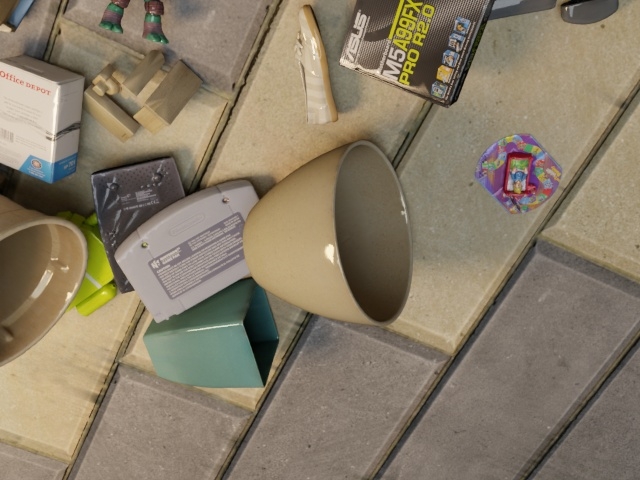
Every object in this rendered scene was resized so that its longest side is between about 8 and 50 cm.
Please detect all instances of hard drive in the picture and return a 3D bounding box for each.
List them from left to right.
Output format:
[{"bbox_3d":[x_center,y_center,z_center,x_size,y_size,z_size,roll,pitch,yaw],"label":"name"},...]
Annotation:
[{"bbox_3d":[-0.340,-0.033,1.544,0.171,0.054,0.255,-15,117,-14],"label":"hard drive"}]

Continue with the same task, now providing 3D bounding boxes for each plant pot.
[{"bbox_3d":[-0.651,0.022,1.437,0.305,0.334,0.334,34,117,19],"label":"plant pot"},{"bbox_3d":[-0.229,0.198,1.638,0.234,0.165,0.166,-7,118,13],"label":"plant pot"}]

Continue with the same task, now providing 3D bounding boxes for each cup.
[{"bbox_3d":[0.000,0.000,1.470,0.236,0.331,0.331,-8,120,29],"label":"cup"}]

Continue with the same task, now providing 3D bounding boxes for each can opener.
[{"bbox_3d":[0.375,-0.404,1.363,0.280,0.074,0.093,-6,118,3],"label":"can opener"}]

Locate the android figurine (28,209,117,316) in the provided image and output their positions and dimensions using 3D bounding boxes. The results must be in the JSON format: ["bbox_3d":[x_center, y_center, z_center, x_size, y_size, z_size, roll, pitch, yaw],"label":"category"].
[{"bbox_3d":[-0.521,0.045,1.611,0.272,0.056,0.248,-36,112,18],"label":"android figurine"}]

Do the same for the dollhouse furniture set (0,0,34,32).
[{"bbox_3d":[-0.522,-0.465,1.208,0.198,0.286,0.303,33,102,-16],"label":"dollhouse furniture set"}]

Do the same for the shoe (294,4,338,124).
[{"bbox_3d":[-0.016,-0.305,1.414,0.058,0.077,0.219,-12,119,1],"label":"shoe"}]

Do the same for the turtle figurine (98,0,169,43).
[{"bbox_3d":[-0.287,-0.453,1.311,0.175,0.118,0.234,12,104,-10],"label":"turtle figurine"}]

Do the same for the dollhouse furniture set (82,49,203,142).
[{"bbox_3d":[-0.332,-0.273,1.458,0.144,0.123,0.151,42,145,-20],"label":"dollhouse furniture set"}]

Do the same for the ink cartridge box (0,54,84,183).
[{"bbox_3d":[-0.509,-0.219,1.433,0.139,0.082,0.191,22,117,13],"label":"ink cartridge box"}]

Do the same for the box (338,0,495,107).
[{"bbox_3d":[0.170,-0.387,1.337,0.216,0.060,0.270,25,118,13],"label":"box"}]

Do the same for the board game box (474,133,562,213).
[{"bbox_3d":[0.386,-0.122,1.538,0.133,0.033,0.168,-41,111,19],"label":"board game box"}]

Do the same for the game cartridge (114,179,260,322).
[{"bbox_3d":[-0.235,0.012,1.544,0.294,0.060,0.196,-30,124,-8],"label":"game cartridge"}]
